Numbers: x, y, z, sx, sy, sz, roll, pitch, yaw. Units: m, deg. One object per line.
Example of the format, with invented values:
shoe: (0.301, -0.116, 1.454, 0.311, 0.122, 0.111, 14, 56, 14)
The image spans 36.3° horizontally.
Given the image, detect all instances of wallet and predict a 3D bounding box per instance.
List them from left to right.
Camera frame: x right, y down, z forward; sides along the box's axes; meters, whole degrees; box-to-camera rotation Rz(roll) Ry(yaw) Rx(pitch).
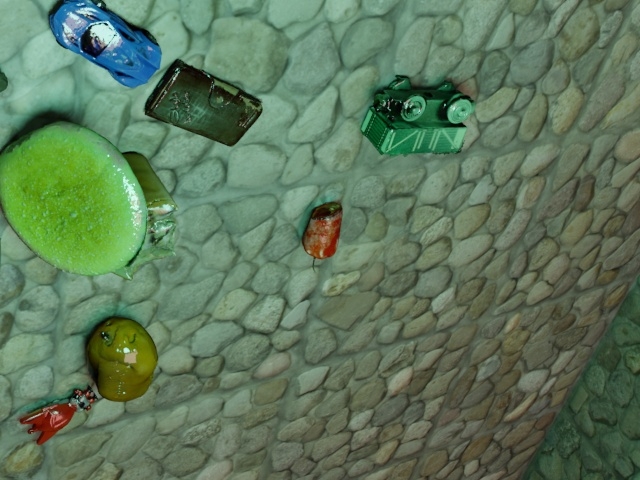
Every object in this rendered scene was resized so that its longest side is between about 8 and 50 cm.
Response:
wallet: (-0.216, -0.252, 1.852, 0.232, 0.031, 0.122, 19, 119, -47)

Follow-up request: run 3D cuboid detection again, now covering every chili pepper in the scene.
chili pepper: (0.000, 0.000, 2.248, 0.086, 0.084, 0.192, -1, 127, -16)

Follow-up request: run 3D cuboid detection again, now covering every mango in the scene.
mango: (-0.427, 0.267, 2.140, 0.249, 0.156, 0.151, 93, 23, -46)

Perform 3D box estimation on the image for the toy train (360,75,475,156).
toy train: (0.220, -0.265, 2.116, 0.269, 0.115, 0.154, -6, 128, -36)

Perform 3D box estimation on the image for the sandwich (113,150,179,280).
sandwich: (-0.397, -0.033, 1.802, 0.227, 0.198, 0.155, -17, 139, -24)

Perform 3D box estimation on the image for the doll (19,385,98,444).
doll: (-0.587, 0.393, 2.215, 0.169, 0.057, 0.109, -27, 140, -11)

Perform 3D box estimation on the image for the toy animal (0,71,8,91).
toy animal: (-0.569, -0.234, 1.580, 0.135, 0.047, 0.065, -39, 151, -6)

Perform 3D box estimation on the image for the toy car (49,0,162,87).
toy car: (-0.354, -0.330, 1.634, 0.103, 0.063, 0.216, -46, 142, 13)

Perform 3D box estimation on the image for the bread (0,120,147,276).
bread: (-0.437, -0.061, 1.698, 0.301, 0.301, 0.045, -66, 173, 33)
